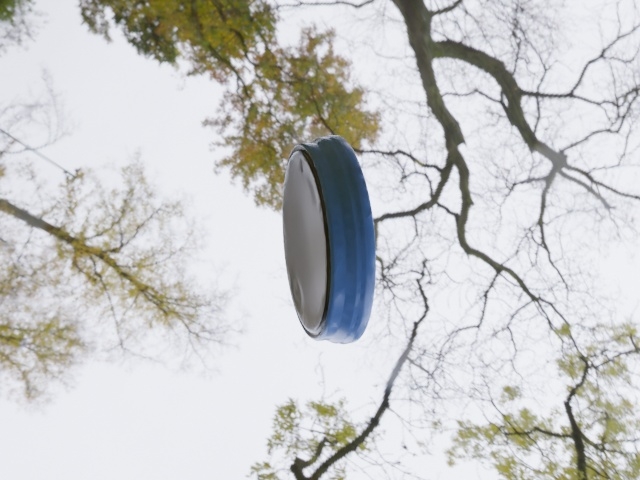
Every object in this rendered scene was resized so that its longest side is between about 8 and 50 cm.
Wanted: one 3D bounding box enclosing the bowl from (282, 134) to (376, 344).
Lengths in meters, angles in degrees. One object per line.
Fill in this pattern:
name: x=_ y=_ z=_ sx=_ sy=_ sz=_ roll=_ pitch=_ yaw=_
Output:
bowl: x=0.000 y=0.000 z=1.118 sx=0.077 sy=0.391 sz=0.391 roll=-4 pitch=-133 yaw=-16
